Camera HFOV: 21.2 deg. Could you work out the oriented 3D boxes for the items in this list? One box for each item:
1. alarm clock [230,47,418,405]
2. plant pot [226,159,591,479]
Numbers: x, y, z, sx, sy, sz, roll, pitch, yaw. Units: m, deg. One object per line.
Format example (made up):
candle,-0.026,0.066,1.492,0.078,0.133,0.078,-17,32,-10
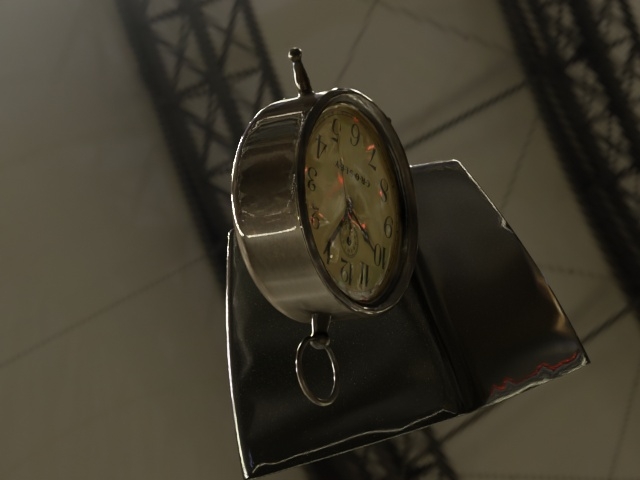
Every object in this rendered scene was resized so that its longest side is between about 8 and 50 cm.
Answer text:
alarm clock,0.000,0.000,0.962,0.129,0.064,0.192,32,-127,-51
plant pot,0.043,0.045,1.156,0.187,0.188,0.167,-12,-97,-58
